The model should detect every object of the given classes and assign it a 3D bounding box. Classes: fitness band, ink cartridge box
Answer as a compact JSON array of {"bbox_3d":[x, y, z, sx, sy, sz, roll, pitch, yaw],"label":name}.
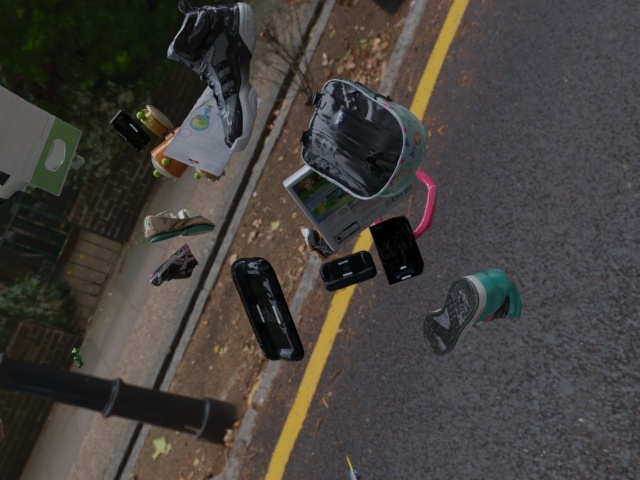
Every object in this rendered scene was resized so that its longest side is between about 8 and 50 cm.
[{"bbox_3d":[0.300,-0.123,1.702,0.209,0.054,0.290,7,72,25],"label":"fitness band"},{"bbox_3d":[-0.604,-0.200,0.922,0.056,0.235,0.171,-15,58,34],"label":"ink cartridge box"}]

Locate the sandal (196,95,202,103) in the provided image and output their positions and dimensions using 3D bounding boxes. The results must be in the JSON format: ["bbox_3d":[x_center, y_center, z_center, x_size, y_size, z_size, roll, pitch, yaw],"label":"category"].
[{"bbox_3d":[-0.308,-0.354,1.347,0.060,0.090,0.219,-37,42,-16],"label":"sandal"}]

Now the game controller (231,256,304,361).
[{"bbox_3d":[-0.146,0.195,1.326,0.166,0.319,0.067,-8,18,37],"label":"game controller"}]

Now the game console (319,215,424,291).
[{"bbox_3d":[0.160,0.067,1.651,0.361,0.044,0.213,-21,82,19],"label":"game console"}]

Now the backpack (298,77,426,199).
[{"bbox_3d":[0.106,-0.213,1.064,0.253,0.191,0.225,41,120,34],"label":"backpack"}]

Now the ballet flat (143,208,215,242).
[{"bbox_3d":[-0.331,-0.043,1.137,0.073,0.206,0.067,-26,84,26],"label":"ballet flat"}]

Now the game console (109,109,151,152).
[{"bbox_3d":[-0.585,-0.340,1.496,0.107,0.122,0.071,-33,19,29],"label":"game console"}]

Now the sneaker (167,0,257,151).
[{"bbox_3d":[-0.201,-0.301,0.883,0.101,0.153,0.268,-160,70,-63],"label":"sneaker"}]

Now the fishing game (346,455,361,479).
[{"bbox_3d":[0.119,0.639,1.157,0.041,0.264,0.189,-20,26,-4],"label":"fishing game"}]

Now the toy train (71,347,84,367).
[{"bbox_3d":[-0.808,0.393,1.597,0.023,0.017,0.083,-92,2,-56],"label":"toy train"}]

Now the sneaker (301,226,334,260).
[{"bbox_3d":[0.000,0.000,1.664,0.083,0.215,0.084,-25,65,12],"label":"sneaker"}]

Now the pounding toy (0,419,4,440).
[{"bbox_3d":[-0.568,0.368,0.722,0.181,0.206,0.094,3,109,22],"label":"pounding toy"}]

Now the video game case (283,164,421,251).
[{"bbox_3d":[0.101,-0.156,1.346,0.329,0.300,0.036,-36,43,1],"label":"video game case"}]

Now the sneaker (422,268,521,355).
[{"bbox_3d":[0.359,0.161,1.111,0.295,0.178,0.123,107,146,-53],"label":"sneaker"}]

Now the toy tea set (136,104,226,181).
[{"bbox_3d":[-0.386,-0.223,1.339,0.124,0.336,0.200,-45,67,4],"label":"toy tea set"}]

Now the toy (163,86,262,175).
[{"bbox_3d":[-0.245,-0.257,1.128,0.056,0.137,0.237,103,-171,-68],"label":"toy"}]

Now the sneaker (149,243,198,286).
[{"bbox_3d":[-0.382,0.076,1.291,0.072,0.077,0.178,-34,12,31],"label":"sneaker"}]

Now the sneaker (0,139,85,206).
[{"bbox_3d":[-0.786,-0.184,1.200,0.331,0.146,0.122,-33,40,-15],"label":"sneaker"}]
